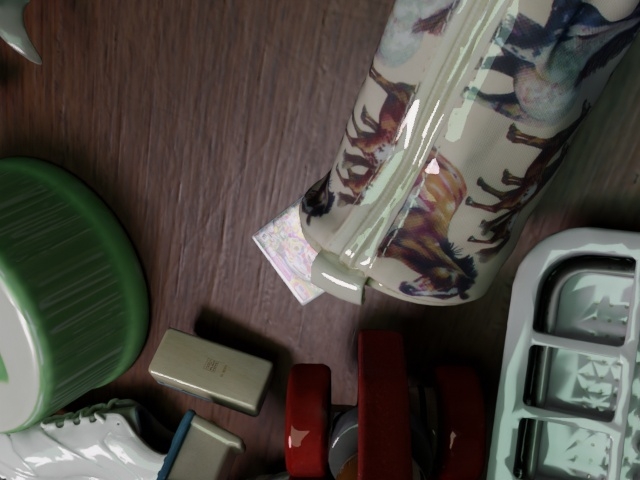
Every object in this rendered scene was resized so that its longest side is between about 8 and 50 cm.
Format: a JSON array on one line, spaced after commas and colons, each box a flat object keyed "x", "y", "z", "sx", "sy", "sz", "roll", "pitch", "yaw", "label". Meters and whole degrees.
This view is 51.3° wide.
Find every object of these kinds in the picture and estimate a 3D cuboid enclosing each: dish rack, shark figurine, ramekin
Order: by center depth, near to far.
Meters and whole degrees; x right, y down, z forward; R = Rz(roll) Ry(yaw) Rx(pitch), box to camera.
[{"x": 0.297, "y": 0.148, "z": 0.470, "sx": 0.332, "sy": 0.072, "sz": 0.286, "roll": 8, "pitch": 89, "yaw": 24, "label": "dish rack"}, {"x": -0.387, "y": -0.207, "z": 0.697, "sx": 0.166, "sy": 0.116, "sz": 0.278, "roll": 30, "pitch": 136, "yaw": -27, "label": "shark figurine"}, {"x": -0.363, "y": 0.069, "z": 0.761, "sx": 0.303, "sy": 0.148, "sz": 0.304, "roll": 10, "pitch": 114, "yaw": 23, "label": "ramekin"}]

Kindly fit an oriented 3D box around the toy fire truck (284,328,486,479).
[{"x": 0.051, "y": 0.243, "z": 0.540, "sx": 0.169, "sy": 0.254, "sz": 0.302, "roll": 1, "pitch": 113, "yaw": 1, "label": "toy fire truck"}]

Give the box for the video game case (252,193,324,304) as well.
[{"x": 0.000, "y": 0.000, "z": 0.634, "sx": 0.122, "sy": 0.011, "sz": 0.087, "roll": -35, "pitch": 92, "yaw": 32, "label": "video game case"}]

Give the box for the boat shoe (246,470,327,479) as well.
[{"x": 0.009, "y": 0.402, "z": 0.735, "sx": 0.103, "sy": 0.118, "sz": 0.321, "roll": -19, "pitch": 94, "yaw": 13, "label": "boat shoe"}]

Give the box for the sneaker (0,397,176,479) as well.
[{"x": -0.270, "y": 0.247, "z": 0.816, "sx": 0.297, "sy": 0.111, "sz": 0.129, "roll": 13, "pitch": 104, "yaw": 3, "label": "sneaker"}]

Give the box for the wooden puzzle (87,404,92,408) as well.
[{"x": -0.299, "y": 0.274, "z": 0.893, "sx": 0.078, "sy": 0.014, "sz": 0.116, "roll": 34, "pitch": 121, "yaw": 6, "label": "wooden puzzle"}]

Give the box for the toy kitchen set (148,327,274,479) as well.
[{"x": -0.140, "y": 0.232, "z": 0.724, "sx": 0.122, "sy": 0.207, "sz": 0.166, "roll": 18, "pitch": 153, "yaw": 9, "label": "toy kitchen set"}]

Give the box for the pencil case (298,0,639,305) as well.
[{"x": 0.118, "y": -0.141, "z": 0.417, "sx": 0.160, "sy": 0.183, "sz": 0.410, "roll": 41, "pitch": 124, "yaw": 26, "label": "pencil case"}]
